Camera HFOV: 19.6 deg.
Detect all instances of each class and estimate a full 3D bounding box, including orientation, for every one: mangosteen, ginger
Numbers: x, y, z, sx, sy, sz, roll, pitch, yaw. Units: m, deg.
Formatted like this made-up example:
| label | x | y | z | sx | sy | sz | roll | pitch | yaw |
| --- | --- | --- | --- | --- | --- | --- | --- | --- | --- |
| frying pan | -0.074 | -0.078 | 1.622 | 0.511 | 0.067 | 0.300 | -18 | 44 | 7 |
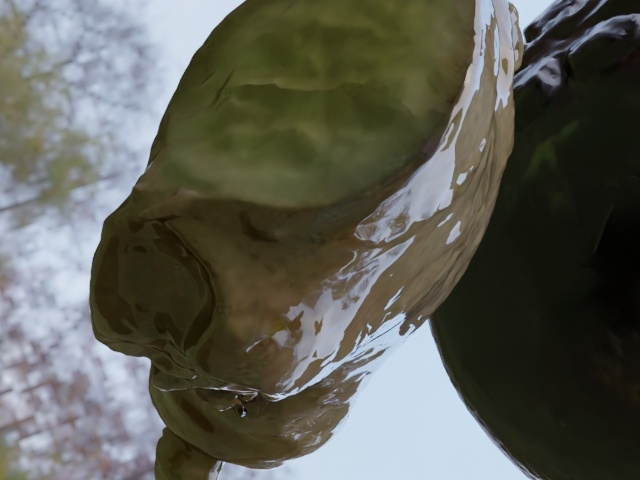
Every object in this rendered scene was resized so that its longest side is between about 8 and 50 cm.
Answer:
| label | x | y | z | sx | sy | sz | roll | pitch | yaw |
| --- | --- | --- | --- | --- | --- | --- | --- | --- | --- |
| mangosteen | 0.177 | 0.023 | 0.667 | 0.289 | 0.231 | 0.231 | 41 | -30 | -5 |
| ginger | 0.003 | -0.004 | 0.463 | 0.074 | 0.137 | 0.213 | 42 | -15 | 15 |
